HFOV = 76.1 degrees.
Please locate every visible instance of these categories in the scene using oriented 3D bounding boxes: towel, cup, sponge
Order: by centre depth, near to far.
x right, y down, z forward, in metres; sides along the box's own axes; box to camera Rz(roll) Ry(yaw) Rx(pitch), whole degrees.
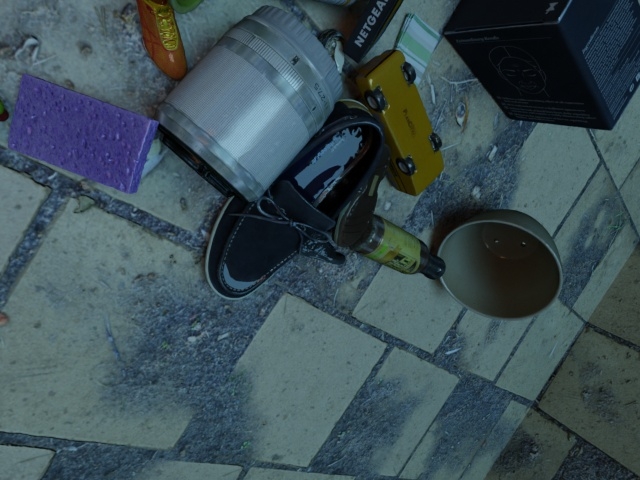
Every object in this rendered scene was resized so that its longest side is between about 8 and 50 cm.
[{"bbox_3d":[-0.359,-0.160,0.616,0.210,0.031,0.117,21,99,4],"label":"sponge"},{"bbox_3d":[0.216,-0.432,0.957,0.113,0.023,0.152,15,102,-36],"label":"towel"},{"bbox_3d":[0.547,0.036,1.222,0.237,0.331,0.331,-42,132,-44],"label":"cup"}]

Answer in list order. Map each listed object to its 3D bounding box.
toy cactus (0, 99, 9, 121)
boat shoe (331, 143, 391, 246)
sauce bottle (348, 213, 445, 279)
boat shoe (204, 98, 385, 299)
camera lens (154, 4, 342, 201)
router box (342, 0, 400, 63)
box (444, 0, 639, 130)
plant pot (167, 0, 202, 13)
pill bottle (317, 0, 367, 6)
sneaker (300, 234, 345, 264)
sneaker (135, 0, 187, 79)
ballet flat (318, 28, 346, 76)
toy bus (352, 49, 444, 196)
[{"bbox_3d":[-0.521,-0.174,0.503,0.219,0.180,0.112,-6,93,-36],"label":"toy cactus"},{"bbox_3d":[0.080,-0.113,0.962,0.095,0.095,0.257,10,109,-44],"label":"boat shoe"},{"bbox_3d":[0.218,0.028,1.101,0.344,0.111,0.111,23,97,-36],"label":"sauce bottle"},{"bbox_3d":[-0.057,-0.071,0.828,0.187,0.156,0.500,39,96,-29],"label":"boat shoe"},{"bbox_3d":[-0.123,-0.221,0.704,0.274,0.219,0.219,-50,128,-5],"label":"camera lens"},{"bbox_3d":[0.120,-0.444,0.775,0.046,0.179,0.133,35,53,-5],"label":"router box"},{"bbox_3d":[0.553,-0.472,0.987,0.395,0.293,0.212,27,94,-38],"label":"box"},{"bbox_3d":[-0.225,-0.486,0.498,0.254,0.276,0.276,31,92,-15],"label":"plant pot"},{"bbox_3d":[0.006,-0.495,0.733,0.215,0.117,0.117,-8,114,-30],"label":"pill bottle"},{"bbox_3d":[-0.001,-0.001,0.982,0.170,0.051,0.089,15,103,-26],"label":"sneaker"},{"bbox_3d":[-0.260,-0.349,0.657,0.064,0.067,0.175,-28,124,-22],"label":"sneaker"},{"bbox_3d":[0.018,-0.334,0.845,0.070,0.070,0.188,-10,115,-29],"label":"ballet flat"},{"bbox_3d":[0.177,-0.258,0.938,0.108,0.130,0.332,-43,127,-9],"label":"toy bus"}]
